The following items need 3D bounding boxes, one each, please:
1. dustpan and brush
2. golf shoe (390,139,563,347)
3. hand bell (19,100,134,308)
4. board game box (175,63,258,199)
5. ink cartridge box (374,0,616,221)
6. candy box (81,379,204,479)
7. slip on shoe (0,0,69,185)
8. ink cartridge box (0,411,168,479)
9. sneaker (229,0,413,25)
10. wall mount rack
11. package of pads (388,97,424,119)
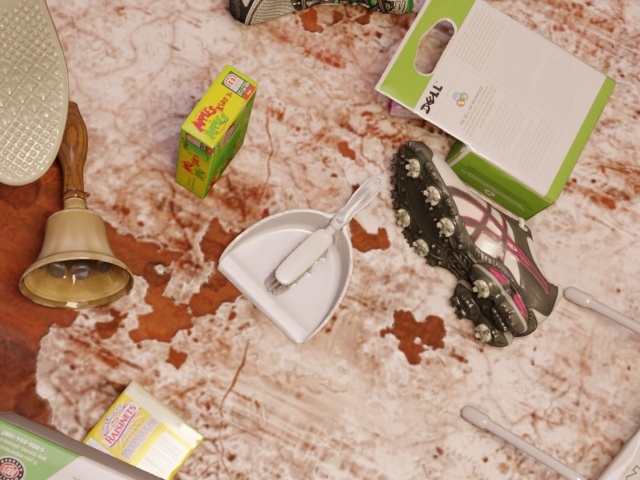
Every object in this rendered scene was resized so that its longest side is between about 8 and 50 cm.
[{"bbox_3d":[0.000,0.000,1.400,0.147,0.060,0.211,44,73,5],"label":"dustpan and brush"},{"bbox_3d":[0.183,-0.006,1.425,0.120,0.105,0.273,-27,84,-33],"label":"golf shoe"},{"bbox_3d":[-0.287,-0.055,1.366,0.126,0.126,0.242,-4,62,-10],"label":"hand bell"},{"bbox_3d":[-0.121,-0.121,1.352,0.043,0.181,0.092,33,72,2],"label":"board game box"},{"bbox_3d":[0.204,-0.175,1.453,0.255,0.097,0.189,31,71,-4],"label":"ink cartridge box"},{"bbox_3d":[-0.232,0.267,1.304,0.105,0.027,0.206,38,73,4],"label":"candy box"},{"bbox_3d":[-0.364,-0.215,1.382,0.123,0.101,0.331,-7,72,-17],"label":"slip on shoe"},{"bbox_3d":[-0.298,0.341,1.202,0.201,0.117,0.278,24,82,0],"label":"ink cartridge box"},{"bbox_3d":[0.045,-0.343,1.468,0.343,0.134,0.146,-25,80,-15],"label":"sneaker"},{"bbox_3d":[0.355,0.221,1.366,0.304,0.130,0.350,44,72,1],"label":"wall mount rack"},{"bbox_3d":[0.127,-0.178,1.486,0.083,0.032,0.050,5,74,-7],"label":"package of pads"}]
